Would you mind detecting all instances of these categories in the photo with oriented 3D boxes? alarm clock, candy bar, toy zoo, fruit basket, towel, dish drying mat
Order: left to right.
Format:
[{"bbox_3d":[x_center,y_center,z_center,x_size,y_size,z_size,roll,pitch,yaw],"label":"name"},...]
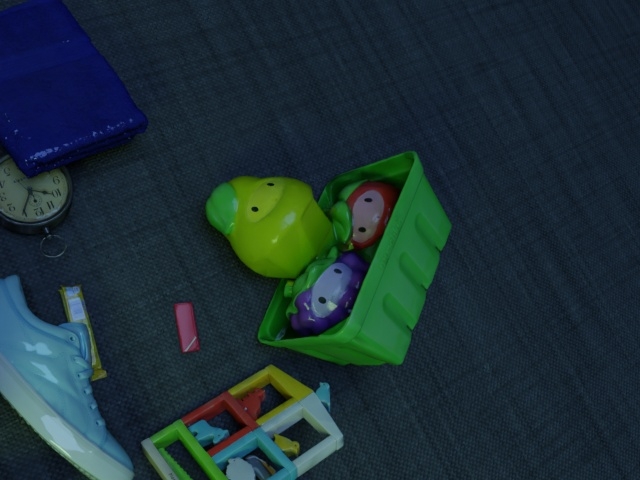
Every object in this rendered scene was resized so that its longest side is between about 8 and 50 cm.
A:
[{"bbox_3d":[-0.454,-0.058,1.098,0.129,0.064,0.192,-21,78,-28],"label":"alarm clock"},{"bbox_3d":[-0.454,-0.254,1.134,0.227,0.076,0.308,-30,74,-31],"label":"towel"},{"bbox_3d":[-0.375,0.143,1.087,0.040,0.018,0.161,-13,78,-27],"label":"candy bar"},{"bbox_3d":[-0.223,0.145,1.157,0.032,0.008,0.083,-6,75,-24],"label":"dish drying mat"},{"bbox_3d":[-0.102,0.303,1.075,0.293,0.030,0.192,-27,44,-30],"label":"toy zoo"},{"bbox_3d":[0.000,0.000,1.176,0.392,0.283,0.392,8,77,-37],"label":"fruit basket"}]

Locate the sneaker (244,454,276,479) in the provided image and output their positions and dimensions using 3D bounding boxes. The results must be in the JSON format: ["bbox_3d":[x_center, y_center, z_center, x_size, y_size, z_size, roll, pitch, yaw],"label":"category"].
[{"bbox_3d":[-0.081,0.440,1.075,0.083,0.084,0.215,-18,81,-22],"label":"sneaker"}]

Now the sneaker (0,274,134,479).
[{"bbox_3d":[-0.374,0.197,1.003,0.366,0.135,0.150,48,66,-2],"label":"sneaker"}]
